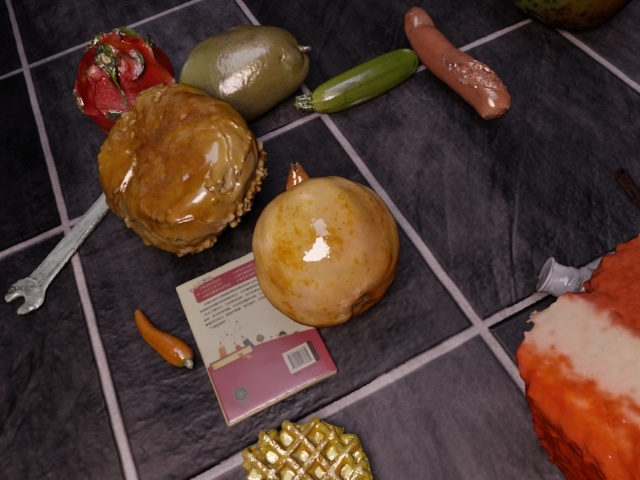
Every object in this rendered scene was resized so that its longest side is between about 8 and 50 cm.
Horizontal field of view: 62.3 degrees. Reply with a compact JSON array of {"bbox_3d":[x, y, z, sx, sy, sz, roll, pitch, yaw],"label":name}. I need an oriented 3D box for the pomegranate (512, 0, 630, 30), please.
[{"bbox_3d":[0.500,-0.544,0.993,0.284,0.285,0.340,29,39,24],"label":"pomegranate"}]

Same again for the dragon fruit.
[{"bbox_3d":[-0.355,-0.313,0.975,0.198,0.200,0.269,1,56,-4],"label":"dragon fruit"}]

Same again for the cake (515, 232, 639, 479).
[{"bbox_3d":[0.389,0.150,0.484,0.319,0.269,0.270,-37,36,-3],"label":"cake"}]

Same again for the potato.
[{"bbox_3d":[-0.133,-0.306,0.970,0.251,0.159,0.175,-20,82,9],"label":"potato"}]

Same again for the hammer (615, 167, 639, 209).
[{"bbox_3d":[0.481,-0.045,0.787,0.065,0.021,0.179,-13,56,1],"label":"hammer"}]

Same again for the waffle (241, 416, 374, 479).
[{"bbox_3d":[-0.007,0.303,0.614,0.148,0.051,0.194,-16,61,-2],"label":"waffle"}]

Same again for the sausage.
[{"bbox_3d":[0.239,-0.328,0.973,0.078,0.078,0.304,-27,58,-10],"label":"sausage"}]

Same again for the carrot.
[{"bbox_3d":[-0.229,0.142,0.762,0.142,0.035,0.035,29,65,29],"label":"carrot"}]

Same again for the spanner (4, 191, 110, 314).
[{"bbox_3d":[-0.411,-0.006,0.893,0.071,0.017,0.302,22,63,20],"label":"spanner"}]

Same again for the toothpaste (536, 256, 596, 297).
[{"bbox_3d":[0.409,0.089,0.697,0.234,0.057,0.089,22,65,9],"label":"toothpaste"}]

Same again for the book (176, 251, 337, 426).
[{"bbox_3d":[-0.098,0.125,0.759,0.162,0.022,0.232,-25,57,-10],"label":"book"}]

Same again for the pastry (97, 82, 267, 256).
[{"bbox_3d":[-0.213,-0.108,0.842,0.310,0.162,0.255,39,93,35],"label":"pastry"}]

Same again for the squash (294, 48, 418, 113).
[{"bbox_3d":[0.075,-0.289,0.979,0.252,0.066,0.066,-27,57,-8],"label":"squash"}]

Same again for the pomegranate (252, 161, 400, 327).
[{"bbox_3d":[0.007,0.014,0.718,0.206,0.207,0.207,-4,57,6],"label":"pomegranate"}]
